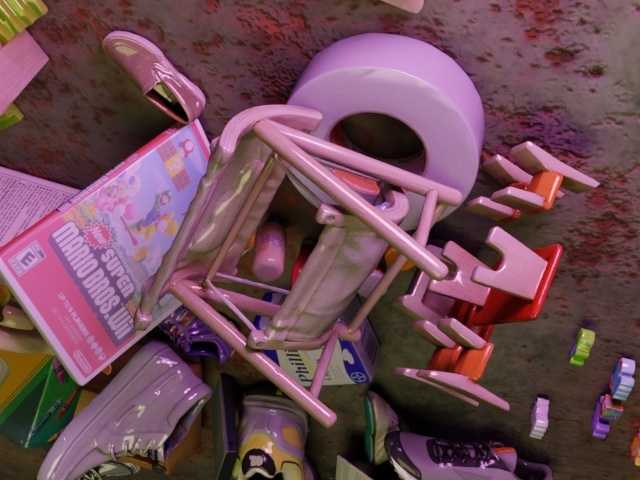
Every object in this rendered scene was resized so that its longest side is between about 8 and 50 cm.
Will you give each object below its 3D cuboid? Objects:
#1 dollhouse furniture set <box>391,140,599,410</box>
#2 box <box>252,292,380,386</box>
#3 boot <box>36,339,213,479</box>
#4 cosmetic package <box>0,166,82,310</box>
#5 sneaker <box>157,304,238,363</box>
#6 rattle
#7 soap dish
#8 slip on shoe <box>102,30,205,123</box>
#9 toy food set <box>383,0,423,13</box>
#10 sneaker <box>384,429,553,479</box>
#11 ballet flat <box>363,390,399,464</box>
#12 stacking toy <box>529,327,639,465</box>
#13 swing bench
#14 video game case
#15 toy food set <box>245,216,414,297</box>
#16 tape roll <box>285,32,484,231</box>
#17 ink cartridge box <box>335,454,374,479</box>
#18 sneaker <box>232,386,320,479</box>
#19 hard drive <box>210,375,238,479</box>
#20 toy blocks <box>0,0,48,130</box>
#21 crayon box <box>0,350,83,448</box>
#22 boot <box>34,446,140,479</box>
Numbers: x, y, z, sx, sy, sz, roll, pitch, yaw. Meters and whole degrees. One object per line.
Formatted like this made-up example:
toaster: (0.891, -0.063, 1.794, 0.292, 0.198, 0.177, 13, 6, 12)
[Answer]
dollhouse furniture set: (0.190, 0.056, 1.003, 0.135, 0.262, 0.259, 27, 168, -9)
box: (-0.005, 0.134, 1.243, 0.137, 0.072, 0.126, -7, 128, 25)
boot: (-0.267, 0.271, 1.254, 0.123, 0.258, 0.095, 38, 174, 15)
cosmetic package: (-0.368, 0.016, 1.201, 0.296, 0.153, 0.129, 17, 136, 4)
sneaker: (-0.199, 0.124, 1.299, 0.170, 0.071, 0.068, 23, 134, -2)
rattle: (-0.342, 0.077, 1.123, 0.199, 0.143, 0.130, 14, 169, -16)
soap dish: (-0.332, 0.242, 1.420, 0.291, 0.118, 0.229, 15, 134, 6)
slip on shoe: (-0.192, -0.183, 1.032, 0.135, 0.041, 0.051, 41, 131, -20)
toy food set: (0.076, -0.296, 0.830, 0.132, 0.038, 0.192, 17, 135, -10)
sneaker: (0.218, 0.330, 1.340, 0.271, 0.100, 0.108, 22, 115, -13)
ballet flat: (0.093, 0.278, 1.369, 0.052, 0.057, 0.168, -11, 137, -9)
stacking toy: (0.388, 0.207, 1.200, 0.167, 0.052, 0.221, 14, 132, 3)
swing bench: (-0.028, 0.016, 0.958, 0.254, 0.165, 0.253, 29, 125, -5)
video game case: (-0.220, 0.012, 1.075, 0.025, 0.285, 0.204, 24, 146, 44)
toy food set: (0.000, 0.000, 1.115, 0.232, 0.104, 0.111, 3, 126, 0)
tape roll: (0.067, -0.113, 0.990, 0.219, 0.072, 0.219, 10, 133, 11)
ink cartridge box: (0.134, 0.449, 1.467, 0.239, 0.060, 0.275, 34, 151, 21)
sneaker: (-0.084, 0.403, 1.467, 0.145, 0.147, 0.385, 3, 133, 14)
hard drive: (-0.148, 0.290, 1.394, 0.022, 0.135, 0.094, 4, 136, -15)
toy blocks: (-0.492, -0.127, 1.031, 0.381, 0.261, 0.191, -17, 124, 30)
crayon box: (-0.458, 0.159, 1.291, 0.278, 0.081, 0.165, 21, 95, 28)
boot: (-0.421, 0.423, 1.639, 0.190, 0.086, 0.069, -2, 131, 20)
